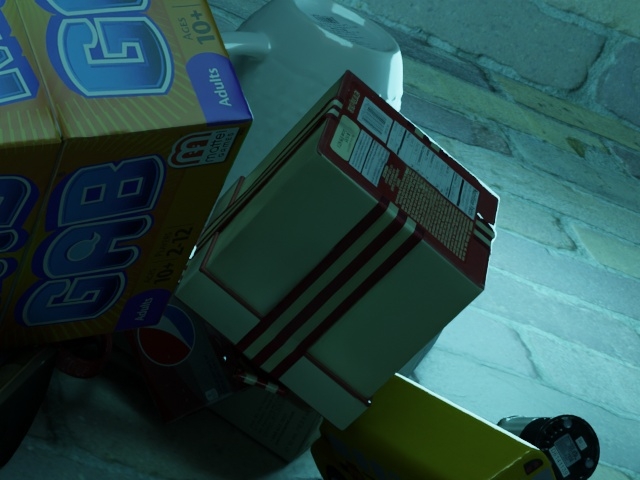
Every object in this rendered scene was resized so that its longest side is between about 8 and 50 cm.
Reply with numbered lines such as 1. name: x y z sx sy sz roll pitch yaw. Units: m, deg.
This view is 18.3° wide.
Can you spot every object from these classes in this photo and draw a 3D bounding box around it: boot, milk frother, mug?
1. boot: -0.331 0.156 1.819 0.115 0.112 0.305 21 21 9
2. milk frother: 0.237 0.272 2.307 0.143 0.129 0.135 -12 -2 -21
3. mug: -0.282 0.087 2.069 0.169 0.113 0.150 -6 70 -65
4. mug: -0.077 -0.151 2.566 0.374 0.328 0.276 9 27 -43

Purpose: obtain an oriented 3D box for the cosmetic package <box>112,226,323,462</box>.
1. cosmetic package: -0.101 0.100 2.213 0.296 0.129 0.153 32 22 11

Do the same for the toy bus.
1. toy bus: 0.106 0.229 2.017 0.333 0.108 0.130 25 -37 56

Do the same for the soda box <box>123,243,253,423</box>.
1. soda box: -0.167 0.055 2.100 0.263 0.092 0.083 66 19 4

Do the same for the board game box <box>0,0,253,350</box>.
1. board game box: -0.324 -0.133 1.852 0.356 0.356 0.356 -8 60 -25

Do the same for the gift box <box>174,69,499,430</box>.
1. gift box: 0.000 0.000 2.029 0.276 0.258 0.255 41 25 -6

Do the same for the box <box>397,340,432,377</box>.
1. box: 0.096 0.089 2.560 0.130 0.091 0.170 31 20 8
